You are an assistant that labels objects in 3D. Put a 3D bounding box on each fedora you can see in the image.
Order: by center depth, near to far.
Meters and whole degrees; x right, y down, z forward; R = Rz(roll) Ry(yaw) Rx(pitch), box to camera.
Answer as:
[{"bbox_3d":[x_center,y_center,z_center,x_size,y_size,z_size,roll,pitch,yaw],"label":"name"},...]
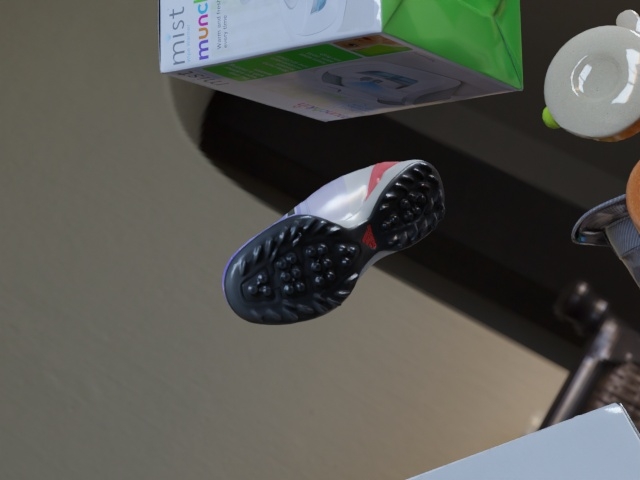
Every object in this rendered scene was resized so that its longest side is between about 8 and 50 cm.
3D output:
[{"bbox_3d":[0.381,0.008,1.154,0.243,0.124,0.275,-20,-10,20],"label":"fedora"}]

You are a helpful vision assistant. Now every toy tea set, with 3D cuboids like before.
[{"bbox_3d":[0.336,-0.104,0.836,0.336,0.200,0.124,-26,-26,22],"label":"toy tea set"}]

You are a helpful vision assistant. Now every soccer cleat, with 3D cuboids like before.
[{"bbox_3d":[0.000,0.000,1.261,0.318,0.116,0.109,-32,-68,-39],"label":"soccer cleat"}]

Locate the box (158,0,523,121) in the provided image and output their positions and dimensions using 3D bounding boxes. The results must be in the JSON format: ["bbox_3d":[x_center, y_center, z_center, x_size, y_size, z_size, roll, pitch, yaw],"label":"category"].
[{"bbox_3d":[0.023,-0.201,1.066,0.262,0.231,0.127,8,-101,-56],"label":"box"}]

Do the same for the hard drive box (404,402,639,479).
[{"bbox_3d":[0.082,0.208,0.673,0.232,0.089,0.181,-21,-40,-4],"label":"hard drive box"}]
